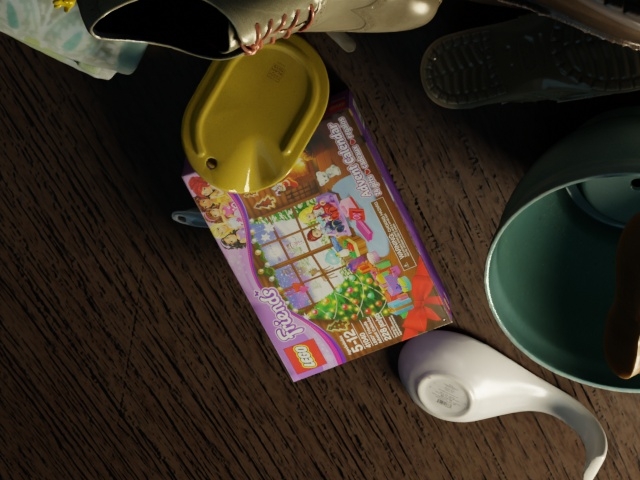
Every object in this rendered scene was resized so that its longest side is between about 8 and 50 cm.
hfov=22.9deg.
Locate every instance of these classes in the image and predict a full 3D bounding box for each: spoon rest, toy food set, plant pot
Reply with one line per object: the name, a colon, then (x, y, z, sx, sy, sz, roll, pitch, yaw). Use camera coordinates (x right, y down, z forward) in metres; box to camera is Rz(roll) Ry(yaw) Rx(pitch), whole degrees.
spoon rest: (0.223, 0.196, 1.935, 0.276, 0.084, 0.137, 27, 132, 8)
toy food set: (-0.060, -0.153, 1.658, 0.128, 0.071, 0.217, 31, 91, -8)
plant pot: (0.324, -0.015, 1.624, 0.293, 0.196, 0.293, 7, 133, 8)

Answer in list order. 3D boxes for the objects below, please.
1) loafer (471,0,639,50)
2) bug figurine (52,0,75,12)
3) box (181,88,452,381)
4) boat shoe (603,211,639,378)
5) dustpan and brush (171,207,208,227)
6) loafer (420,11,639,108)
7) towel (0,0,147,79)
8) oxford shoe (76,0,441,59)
loafer: (0.188, -0.282, 1.487, 0.366, 0.133, 0.130, 28, 157, 2)
bug figurine: (-0.262, -0.314, 1.478, 0.279, 0.072, 0.216, 11, 139, 2)
box: (0.000, 0.000, 1.760, 0.201, 0.057, 0.293, -22, 116, 12)
boat shoe: (0.321, 0.043, 1.504, 0.073, 0.073, 0.207, -18, 140, -20)
dustpan and brush: (-0.061, -0.025, 1.809, 0.211, 0.060, 0.147, 11, 133, 4)
loafer: (0.231, -0.187, 1.569, 0.269, 0.092, 0.101, -6, 96, 2)
towel: (-0.274, -0.352, 1.553, 0.321, 0.090, 0.374, 25, 132, -9)
oxford shoe: (-0.052, -0.209, 1.431, 0.348, 0.130, 0.123, 1, 145, -11)
